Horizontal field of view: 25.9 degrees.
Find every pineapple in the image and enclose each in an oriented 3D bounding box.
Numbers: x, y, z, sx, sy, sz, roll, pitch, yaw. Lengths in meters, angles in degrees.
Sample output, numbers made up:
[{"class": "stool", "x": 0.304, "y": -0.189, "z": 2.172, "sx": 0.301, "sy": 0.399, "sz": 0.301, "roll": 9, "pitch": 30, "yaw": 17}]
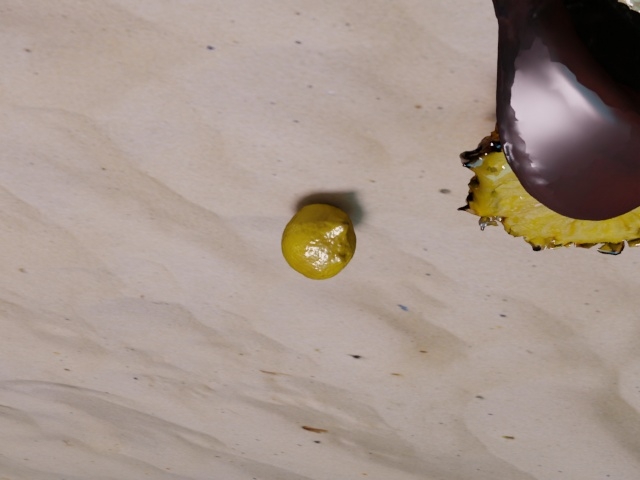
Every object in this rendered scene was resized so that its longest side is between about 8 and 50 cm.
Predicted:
[{"class": "pineapple", "x": 0.205, "y": -0.060, "z": 1.019, "sx": 0.224, "sy": 0.076, "sz": 0.225, "roll": 5, "pitch": 152, "yaw": 3}]

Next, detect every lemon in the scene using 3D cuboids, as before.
[{"class": "lemon", "x": 0.000, "y": 0.000, "z": 1.201, "sx": 0.065, "sy": 0.065, "sz": 0.092, "roll": 18, "pitch": 155, "yaw": -16}]

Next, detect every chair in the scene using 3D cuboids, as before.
[{"class": "chair", "x": 0.232, "y": -0.175, "z": 0.647, "sx": 0.226, "sy": 0.227, "sz": 0.401, "roll": 25, "pitch": 147, "yaw": -26}]

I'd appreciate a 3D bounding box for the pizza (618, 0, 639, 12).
[{"class": "pizza", "x": 0.125, "y": -0.150, "z": 0.594, "sx": 0.026, "sy": 0.109, "sz": 0.123, "roll": -13, "pitch": 175, "yaw": -38}]
